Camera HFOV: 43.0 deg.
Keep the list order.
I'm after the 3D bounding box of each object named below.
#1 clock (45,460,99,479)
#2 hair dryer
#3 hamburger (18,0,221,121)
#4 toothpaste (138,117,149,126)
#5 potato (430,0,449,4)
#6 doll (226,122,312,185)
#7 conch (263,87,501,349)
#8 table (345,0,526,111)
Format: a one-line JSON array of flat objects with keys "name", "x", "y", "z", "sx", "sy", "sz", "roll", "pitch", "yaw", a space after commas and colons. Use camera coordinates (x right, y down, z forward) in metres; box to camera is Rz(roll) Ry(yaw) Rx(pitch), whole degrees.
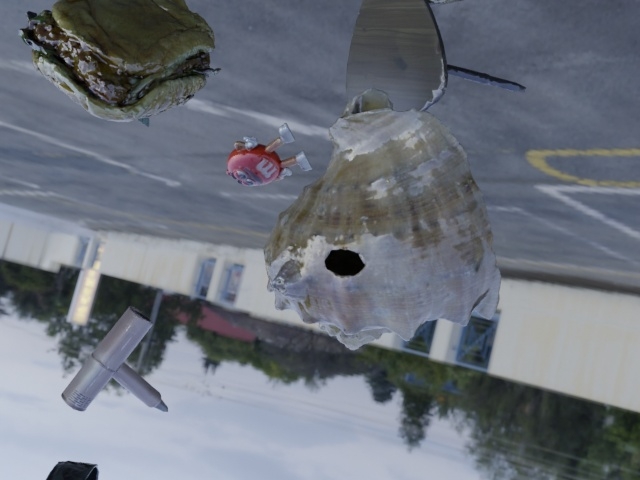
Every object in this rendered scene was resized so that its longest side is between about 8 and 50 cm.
[{"name": "clock", "x": -0.324, "y": 0.376, "z": 0.976, "sx": 0.049, "sy": 0.225, "sz": 0.226, "roll": 16, "pitch": 174, "yaw": -4}, {"name": "hair dryer", "x": -0.319, "y": 0.239, "z": 1.458, "sx": 0.054, "sy": 0.195, "sz": 0.220, "roll": 36, "pitch": 179, "yaw": 45}, {"name": "hamburger", "x": -0.228, "y": -0.213, "z": 0.956, "sx": 0.183, "sy": 0.206, "sz": 0.130, "roll": 38, "pitch": 136, "yaw": 14}, {"name": "toothpaste", "x": -0.389, "y": -0.381, "z": 1.661, "sx": 0.048, "sy": 0.296, "sz": 0.075, "roll": -13, "pitch": 174, "yaw": 7}, {"name": "potato", "x": 0.175, "y": -0.391, "z": 1.070, "sx": 0.085, "sy": 0.105, "sz": 0.188, "roll": 52, "pitch": 174, "yaw": 19}, {"name": "doll", "x": -0.147, "y": -0.198, "z": 2.009, "sx": 0.217, "sy": 0.085, "sz": 0.183, "roll": -15, "pitch": 138, "yaw": 19}, {"name": "conch", "x": 0.060, "y": 0.014, "z": 0.862, "sx": 0.263, "sy": 0.186, "sz": 0.324, "roll": 15, "pitch": 144, "yaw": 17}, {"name": "table", "x": 0.238, "y": -0.392, "z": 1.652, "sx": 0.249, "sy": 0.317, "sz": 0.317, "roll": -5, "pitch": -174, "yaw": -33}]
